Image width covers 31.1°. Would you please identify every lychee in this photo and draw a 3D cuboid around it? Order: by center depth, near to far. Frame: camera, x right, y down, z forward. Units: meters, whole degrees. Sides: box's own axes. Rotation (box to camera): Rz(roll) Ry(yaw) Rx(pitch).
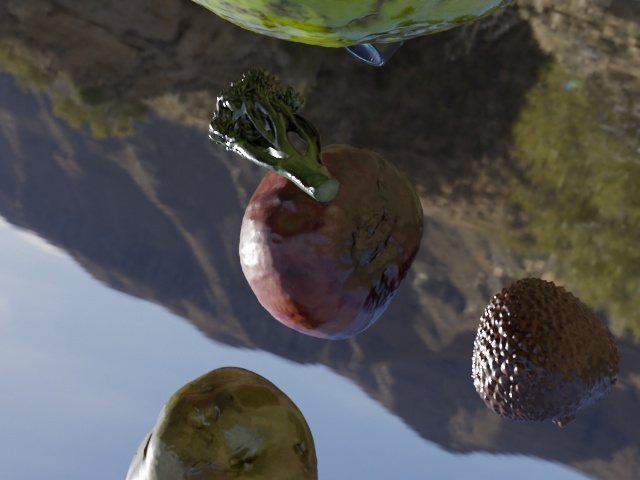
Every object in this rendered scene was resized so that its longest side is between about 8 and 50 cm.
[{"bbox_3d":[0.282,0.146,1.455,0.194,0.194,0.194,20,-178,-1],"label":"lychee"}]

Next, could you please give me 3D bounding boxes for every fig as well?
[{"bbox_3d":[0.009,0.001,1.339,0.224,0.224,0.263,20,163,3],"label":"fig"}]

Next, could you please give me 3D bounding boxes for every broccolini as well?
[{"bbox_3d":[-0.036,-0.077,1.000,0.203,0.091,0.068,-123,13,-45],"label":"broccolini"}]

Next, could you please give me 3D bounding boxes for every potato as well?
[{"bbox_3d":[-0.138,0.314,1.382,0.218,0.351,0.202,40,-152,19],"label":"potato"}]

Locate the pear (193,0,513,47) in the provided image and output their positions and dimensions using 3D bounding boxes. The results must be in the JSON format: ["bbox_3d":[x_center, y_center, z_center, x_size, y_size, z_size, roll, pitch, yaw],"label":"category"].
[{"bbox_3d":[0.008,-0.308,0.653,0.391,0.391,0.391,20,-178,-1],"label":"pear"}]

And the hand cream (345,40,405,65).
[{"bbox_3d":[0.131,-0.382,1.745,0.120,0.270,0.061,34,158,6],"label":"hand cream"}]
